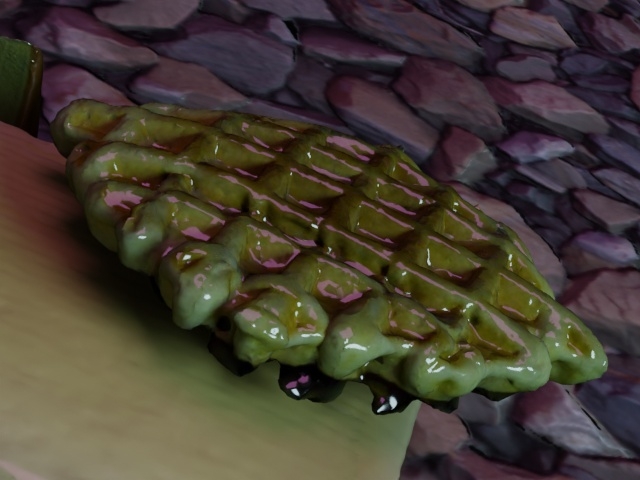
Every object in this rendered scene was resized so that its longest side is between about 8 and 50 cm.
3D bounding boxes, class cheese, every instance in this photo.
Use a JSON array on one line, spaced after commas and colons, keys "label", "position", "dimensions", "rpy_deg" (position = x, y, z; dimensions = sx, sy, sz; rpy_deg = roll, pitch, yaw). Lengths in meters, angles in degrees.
[{"label": "cheese", "position": [-0.101, 0.072, 0.693], "dimensions": [0.265, 0.124, 0.242], "rpy_deg": [23, 26, 2]}]

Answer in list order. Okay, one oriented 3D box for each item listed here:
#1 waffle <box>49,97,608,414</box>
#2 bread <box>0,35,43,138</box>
[{"label": "waffle", "position": [0.000, 0.000, 0.704], "dimensions": [0.214, 0.054, 0.208], "rpy_deg": [4, 33, -34]}, {"label": "bread", "position": [-0.178, -0.067, 0.836], "dimensions": [0.074, 0.139, 0.084], "rpy_deg": [18, 33, -4]}]
